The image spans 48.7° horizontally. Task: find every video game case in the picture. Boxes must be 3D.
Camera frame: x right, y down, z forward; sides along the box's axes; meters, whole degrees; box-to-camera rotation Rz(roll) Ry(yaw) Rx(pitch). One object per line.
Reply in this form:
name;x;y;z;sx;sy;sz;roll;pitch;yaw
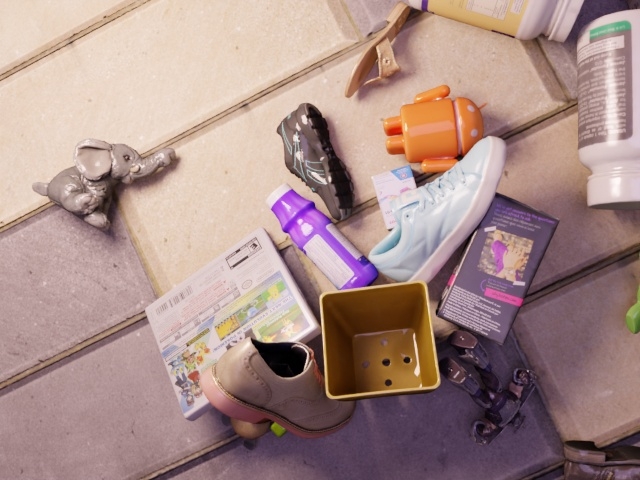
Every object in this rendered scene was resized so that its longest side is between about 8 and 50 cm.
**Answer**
video game case;-0.194;0.168;1.494;0.329;0.036;0.300;-35;53;4

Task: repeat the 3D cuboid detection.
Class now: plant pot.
plant pot;0.125;0.222;1.422;0.212;0.187;0.212;-8;65;8

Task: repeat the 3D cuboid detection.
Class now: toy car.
toy car;-0.136;0.369;1.518;0.155;0.149;0.188;45;122;13

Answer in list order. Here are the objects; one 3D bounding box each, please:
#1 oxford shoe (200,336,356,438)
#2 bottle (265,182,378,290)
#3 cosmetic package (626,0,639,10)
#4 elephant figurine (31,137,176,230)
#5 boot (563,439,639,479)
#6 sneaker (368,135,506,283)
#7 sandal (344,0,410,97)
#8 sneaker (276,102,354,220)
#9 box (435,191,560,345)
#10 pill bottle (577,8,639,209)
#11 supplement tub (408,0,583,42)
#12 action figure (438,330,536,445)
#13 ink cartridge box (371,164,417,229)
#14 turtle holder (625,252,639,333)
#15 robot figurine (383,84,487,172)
oxford shoe;-0.039;0.281;1.368;0.146;0.397;0.140;-48;51;16
bottle;0.000;0.000;1.503;0.092;0.118;0.283;-44;83;5
cosmetic package;0.680;-0.662;1.428;0.197;0.155;0.365;-21;85;9
elephant figurine;-0.479;-0.155;1.578;0.169;0.186;0.239;19;76;51
boot;0.587;0.531;1.419;0.263;0.091;0.229;7;93;12
sneaker;0.222;-0.063;1.401;0.150;0.135;0.366;25;112;-14
sandal;0.145;-0.398;1.520;0.079;0.088;0.240;31;86;14
sneaker;-0.010;-0.161;1.539;0.106;0.101;0.267;-24;84;28
box;0.350;0.057;1.427;0.143;0.165;0.270;25;90;9
pill bottle;0.612;-0.247;1.388;0.204;0.204;0.361;1;87;8
supplement tub;0.365;-0.545;1.421;0.331;0.241;0.241;20;90;8
action figure;0.338;0.306;1.404;0.285;0.099;0.185;46;70;-30
ink cartridge box;0.169;-0.090;1.518;0.088;0.052;0.122;-17;86;7
turtle holder;0.738;0.119;1.359;0.227;0.243;0.320;-22;47;-16
robot figurine;0.243;-0.233;1.477;0.219;0.128;0.158;-6;43;8
